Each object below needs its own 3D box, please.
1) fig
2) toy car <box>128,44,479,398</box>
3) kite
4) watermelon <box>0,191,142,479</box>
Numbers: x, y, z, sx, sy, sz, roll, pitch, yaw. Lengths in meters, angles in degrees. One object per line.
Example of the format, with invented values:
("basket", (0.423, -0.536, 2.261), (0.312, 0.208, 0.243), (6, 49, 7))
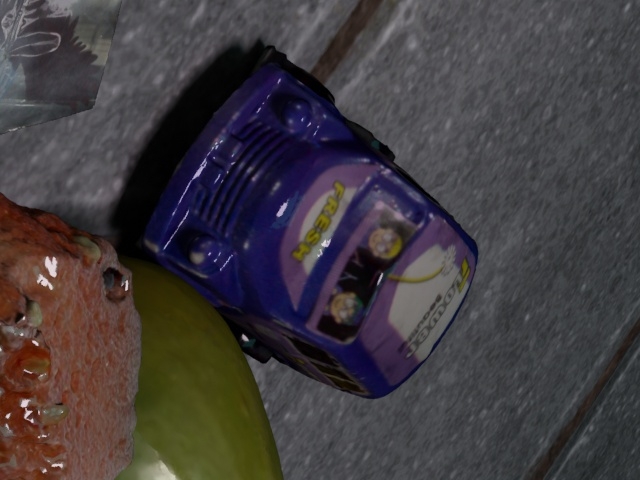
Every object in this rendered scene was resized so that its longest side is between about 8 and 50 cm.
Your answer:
("fig", (-0.125, 0.128, 1.029), (0.207, 0.230, 0.207), (-18, 172, -3))
("toy car", (0.000, 0.000, 1.168), (0.172, 0.158, 0.235), (-57, 151, -5))
("kite", (-0.135, -0.189, 0.938), (0.169, 0.015, 0.310), (-11, 126, -52))
("watermelon", (-0.189, 0.055, 0.853), (0.257, 0.140, 0.193), (15, 105, -24))
